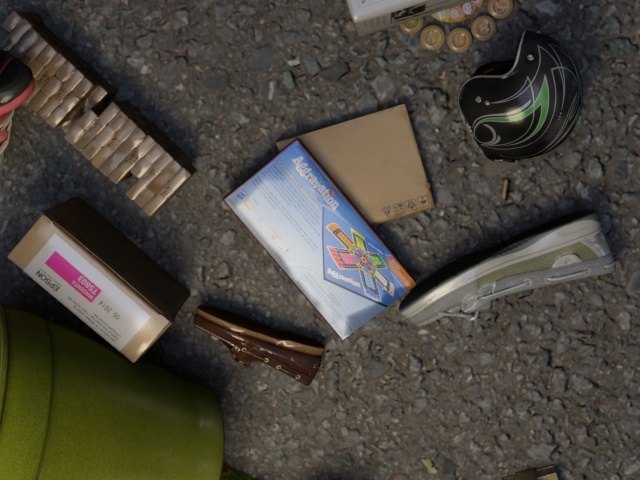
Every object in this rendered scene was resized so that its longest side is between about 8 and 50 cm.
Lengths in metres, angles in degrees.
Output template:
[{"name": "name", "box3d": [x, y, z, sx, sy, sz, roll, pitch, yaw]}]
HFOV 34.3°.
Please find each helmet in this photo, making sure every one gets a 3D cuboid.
[{"name": "helmet", "box3d": [0.285, -0.200, 1.445, 0.162, 0.169, 0.169, -22, 99, 23]}]

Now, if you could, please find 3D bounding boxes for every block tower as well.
[{"name": "block tower", "box3d": [-0.335, -0.184, 1.514, 0.335, 0.091, 0.097, 45, 99, -5]}]

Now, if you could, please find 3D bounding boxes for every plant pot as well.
[{"name": "plant pot", "box3d": [-0.339, 0.294, 1.462, 0.353, 0.366, 0.366, 17, 103, -29]}]

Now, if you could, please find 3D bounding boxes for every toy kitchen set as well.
[{"name": "toy kitchen set", "box3d": [0.333, 0.401, 1.603, 0.083, 0.068, 0.075, -16, 100, 6]}]

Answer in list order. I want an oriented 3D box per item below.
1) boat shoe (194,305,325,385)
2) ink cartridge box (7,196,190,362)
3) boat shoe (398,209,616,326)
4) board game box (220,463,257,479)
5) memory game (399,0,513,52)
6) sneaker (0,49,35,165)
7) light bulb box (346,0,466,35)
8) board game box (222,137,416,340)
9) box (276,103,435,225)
[{"name": "boat shoe", "box3d": [-0.099, 0.162, 1.577, 0.207, 0.073, 0.073, 21, 99, -1]}, {"name": "ink cartridge box", "box3d": [-0.314, 0.051, 1.505, 0.235, 0.193, 0.088, 42, 99, -5]}, {"name": "boat shoe", "box3d": [0.271, 0.058, 1.520, 0.321, 0.118, 0.103, -24, 94, 0]}, {"name": "board game box", "box3d": [-0.126, 0.402, 1.614, 0.181, 0.092, 0.043, 27, 101, -2]}, {"name": "memory game", "box3d": [0.189, -0.363, 1.493, 0.186, 0.012, 0.186, 0, 100, 3]}, {"name": "sneaker", "box3d": [-0.480, -0.168, 1.473, 0.314, 0.116, 0.136, -13, 129, 41]}, {"name": "light bulb box", "box3d": [0.166, -0.495, 1.352, 0.361, 0.225, 0.357, -16, 96, 5]}, {"name": "board game box", "box3d": [0.000, 0.000, 1.543, 0.145, 0.027, 0.281, -38, 99, 11]}, {"name": "box", "box3d": [0.053, -0.099, 1.545, 0.201, 0.021, 0.164, -16, 100, 6]}]
